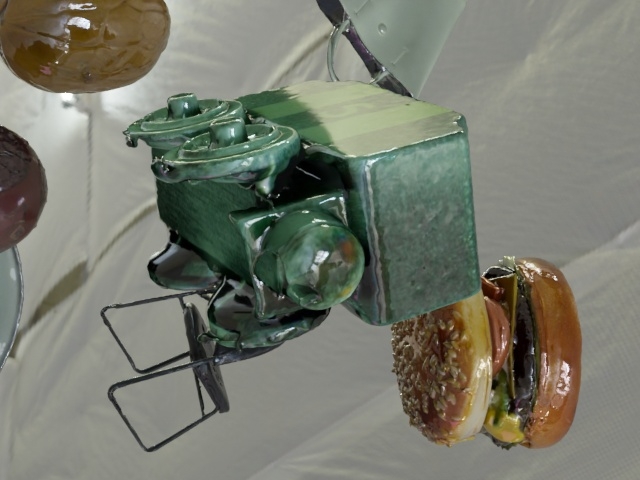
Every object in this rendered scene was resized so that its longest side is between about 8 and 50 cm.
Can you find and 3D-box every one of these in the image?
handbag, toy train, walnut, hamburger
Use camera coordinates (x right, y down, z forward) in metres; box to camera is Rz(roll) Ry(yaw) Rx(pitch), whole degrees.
[{"bbox_3d":[0.106,-0.342,1.396,0.109,0.241,0.315,-19,-150,44],"label":"handbag"},{"bbox_3d":[-0.017,-0.038,0.695,0.299,0.238,0.167,36,-42,59],"label":"toy train"},{"bbox_3d":[-0.262,-0.241,1.003,0.167,0.207,0.167,13,-71,43],"label":"walnut"},{"bbox_3d":[0.214,0.147,1.241,0.291,0.225,0.291,180,-90,-82],"label":"hamburger"}]

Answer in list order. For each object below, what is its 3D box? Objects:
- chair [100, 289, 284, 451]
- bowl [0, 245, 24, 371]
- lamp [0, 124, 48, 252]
[{"bbox_3d":[-0.145,0.141,1.132,0.221,0.145,0.140,-19,-134,-1],"label":"chair"},{"bbox_3d":[-0.505,0.055,0.953,0.157,0.337,0.337,16,-97,49],"label":"bowl"},{"bbox_3d":[-0.335,-0.059,0.844,0.157,0.156,0.135,-104,-156,-48],"label":"lamp"}]
